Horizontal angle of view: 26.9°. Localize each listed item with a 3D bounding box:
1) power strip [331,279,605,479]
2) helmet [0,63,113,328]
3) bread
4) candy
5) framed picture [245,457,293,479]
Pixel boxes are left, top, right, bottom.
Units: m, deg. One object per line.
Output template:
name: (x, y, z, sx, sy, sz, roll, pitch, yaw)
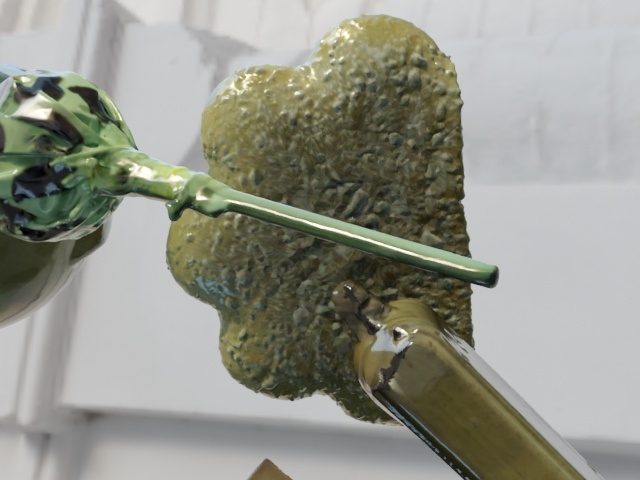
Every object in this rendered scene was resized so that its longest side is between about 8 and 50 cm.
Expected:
power strip: (0.145, 0.164, 0.849, 0.387, 0.066, 0.092, 45, -175, -9)
helmet: (-0.217, -0.025, 0.949, 0.204, 0.137, 0.257, 87, 175, -67)
bread: (0.000, 0.000, 0.888, 0.056, 0.207, 0.286, -107, 8, -76)
candy: (-0.054, -0.015, 0.664, 0.083, 0.305, 0.091, -30, -48, -56)
framed picture: (0.019, 0.296, 0.858, 0.211, 0.289, 0.020, -44, -10, -47)
